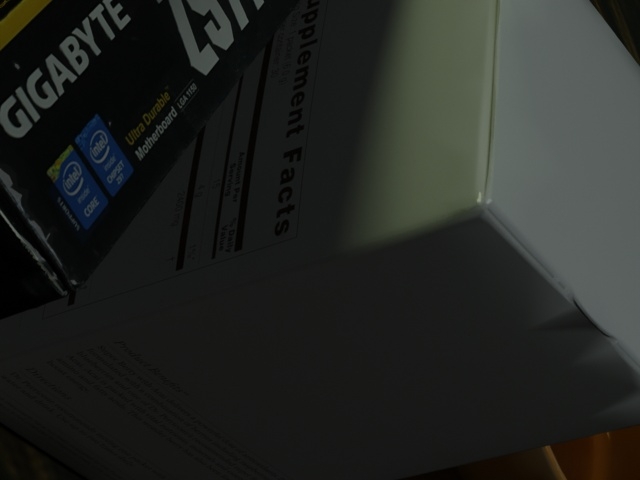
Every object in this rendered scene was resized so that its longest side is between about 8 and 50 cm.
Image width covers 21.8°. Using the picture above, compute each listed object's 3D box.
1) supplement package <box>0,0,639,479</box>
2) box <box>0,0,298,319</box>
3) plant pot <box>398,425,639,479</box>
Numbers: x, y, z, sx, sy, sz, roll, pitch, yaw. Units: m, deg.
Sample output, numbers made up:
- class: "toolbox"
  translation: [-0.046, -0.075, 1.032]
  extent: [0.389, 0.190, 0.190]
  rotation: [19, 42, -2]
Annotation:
- class: "supplement package"
  translation: [0.000, 0.000, 0.776]
  extent: [0.177, 0.293, 0.175]
  rotation: [43, 42, -40]
- class: "box"
  translation: [-0.136, -0.062, 0.629]
  extent: [0.079, 0.257, 0.322]
  rotation: [59, 34, -21]
- class: "plant pot"
  translation: [0.079, 0.094, 0.953]
  extent: [0.205, 0.188, 0.205]
  rotation: [34, 47, -46]
